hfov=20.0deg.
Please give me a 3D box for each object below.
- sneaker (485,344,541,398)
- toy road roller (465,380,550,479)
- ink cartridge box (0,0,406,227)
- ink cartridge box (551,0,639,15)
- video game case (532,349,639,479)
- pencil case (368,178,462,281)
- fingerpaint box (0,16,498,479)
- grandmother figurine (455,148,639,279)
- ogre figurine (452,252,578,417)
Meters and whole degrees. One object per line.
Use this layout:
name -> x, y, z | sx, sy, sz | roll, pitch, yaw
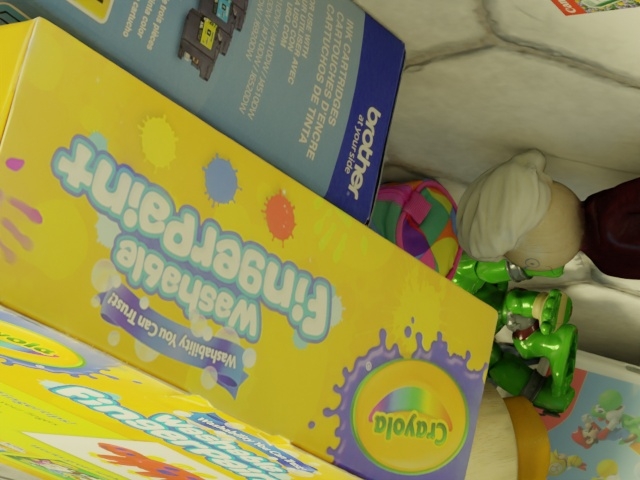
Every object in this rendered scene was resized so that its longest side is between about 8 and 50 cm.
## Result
sneaker -> 0.300, 0.193, 1.836 | 0.323, 0.130, 0.236 | 11, 170, -7
toy road roller -> 0.057, 0.231, 1.664 | 0.202, 0.240, 0.329 | -6, 129, -19
ink cartridge box -> -0.132, -0.115, 1.193 | 0.270, 0.151, 0.395 | -3, 157, 39
ink cartridge box -> 0.148, -0.158, 1.058 | 0.115, 0.029, 0.063 | -3, 156, 37
video game case -> 0.315, 0.223, 1.697 | 0.285, 0.204, 0.025 | 16, -158, -4
pencil case -> 0.000, 0.000, 1.500 | 0.236, 0.104, 0.104 | -2, 156, 35
fingerpaint box -> -0.165, 0.038, 1.165 | 0.371, 0.163, 0.445 | -2, 157, 41
grandmother figurine -> 0.269, 0.000, 1.327 | 0.342, 0.104, 0.208 | 7, 152, 9
ogre figurine -> 0.162, 0.071, 1.590 | 0.118, 0.097, 0.197 | 12, 156, 24
